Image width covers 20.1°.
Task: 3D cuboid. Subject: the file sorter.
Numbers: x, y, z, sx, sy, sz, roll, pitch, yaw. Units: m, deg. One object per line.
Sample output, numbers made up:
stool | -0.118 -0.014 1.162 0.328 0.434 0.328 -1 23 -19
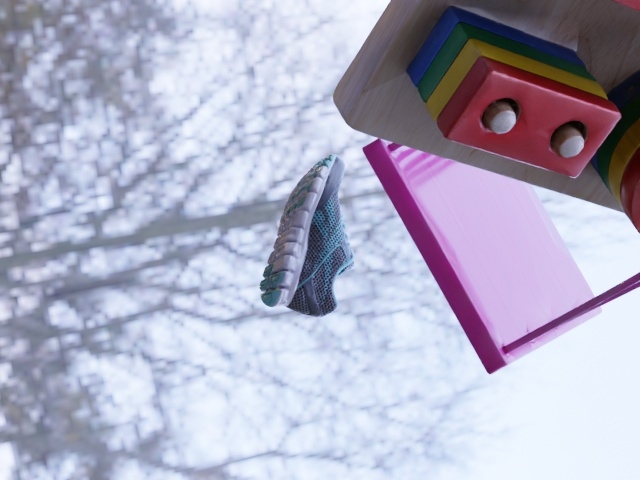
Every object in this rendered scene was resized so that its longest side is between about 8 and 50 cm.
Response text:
file sorter | 0.206 -0.041 1.483 0.182 0.290 0.202 -31 -97 23

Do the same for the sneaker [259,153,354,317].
sneaker | 0.000 0.000 1.683 0.065 0.076 0.166 -28 -141 60

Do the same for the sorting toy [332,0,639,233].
sorting toy | 0.183 -0.115 0.952 0.257 0.255 0.089 -57 -144 27
